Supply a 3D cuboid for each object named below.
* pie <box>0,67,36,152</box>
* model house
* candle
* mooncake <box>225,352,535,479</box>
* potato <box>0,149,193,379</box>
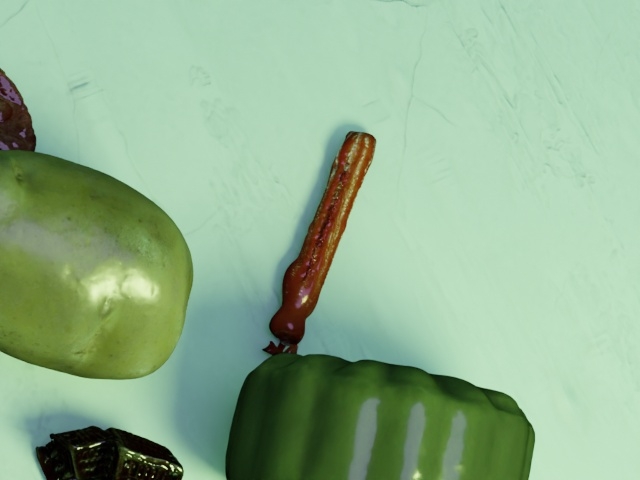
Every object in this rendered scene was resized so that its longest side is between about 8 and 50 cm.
[{"bbox_3d":[-0.442,-0.119,2.016,0.204,0.054,0.219,45,63,-3],"label":"pie"},{"bbox_3d":[-0.235,0.267,1.930,0.165,0.152,0.106,18,63,-16],"label":"model house"},{"bbox_3d":[0.000,0.000,2.147,0.051,0.048,0.329,31,65,-24],"label":"candle"},{"bbox_3d":[0.069,0.237,1.960,0.351,0.351,0.187,16,81,-15],"label":"mooncake"},{"bbox_3d":[-0.304,0.026,1.919,0.326,0.243,0.221,20,62,-12],"label":"potato"}]
